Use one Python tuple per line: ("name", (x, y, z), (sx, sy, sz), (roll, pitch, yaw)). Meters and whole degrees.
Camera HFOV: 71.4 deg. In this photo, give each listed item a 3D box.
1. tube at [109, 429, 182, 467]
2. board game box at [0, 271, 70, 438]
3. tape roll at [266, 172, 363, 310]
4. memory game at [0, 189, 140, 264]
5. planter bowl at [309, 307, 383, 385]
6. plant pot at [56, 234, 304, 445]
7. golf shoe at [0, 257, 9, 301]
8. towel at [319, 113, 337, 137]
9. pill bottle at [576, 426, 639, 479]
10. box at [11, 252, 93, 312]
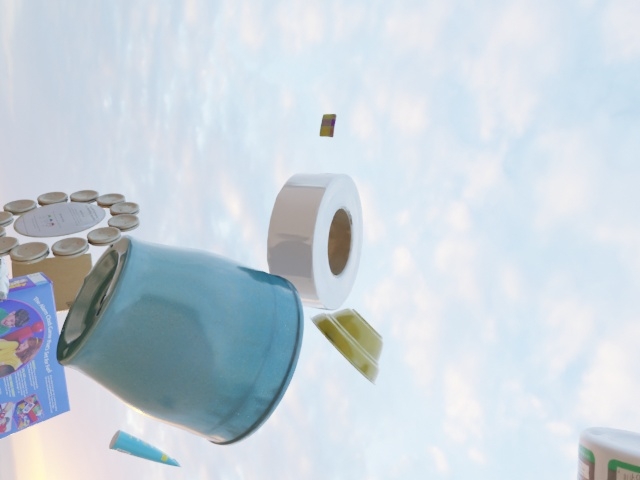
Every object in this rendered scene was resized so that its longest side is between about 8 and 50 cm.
("tube", (-0.501, 0.609, 1.284), (0.080, 0.207, 0.052), (-2, -125, 59))
("board game box", (-0.711, 0.268, 0.986), (0.078, 0.233, 0.347), (19, -66, 40))
("tape roll", (0.000, 0.000, 0.933), (0.100, 0.286, 0.286), (4, -79, 23))
("memory game", (-0.315, -0.023, 0.540), (0.186, 0.186, 0.012), (35, -48, 45))
("planter bowl", (0.080, 0.223, 1.033), (0.090, 0.217, 0.217), (-45, -132, -5))
("plant pot", (-0.207, 0.125, 0.641), (0.272, 0.255, 0.271), (-31, -139, 33))
("golf shoe", (-0.589, 0.058, 0.781), (0.186, 0.067, 0.086), (9, -96, 45))
("towel", (0.026, -0.404, 1.568), (0.060, 0.009, 0.083), (8, -89, 30))
("pill bottle", (0.569, 0.546, 0.794), (0.204, 0.204, 0.361), (-2, -101, 53))
("box", (-0.752, 0.125, 1.264), (0.021, 0.201, 0.164), (-45, -123, 58))
